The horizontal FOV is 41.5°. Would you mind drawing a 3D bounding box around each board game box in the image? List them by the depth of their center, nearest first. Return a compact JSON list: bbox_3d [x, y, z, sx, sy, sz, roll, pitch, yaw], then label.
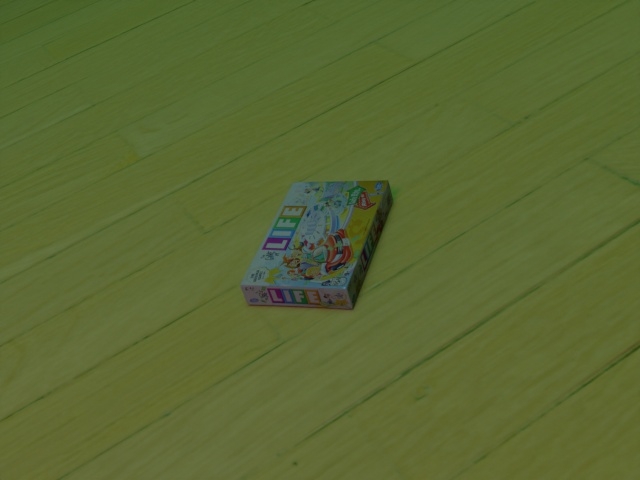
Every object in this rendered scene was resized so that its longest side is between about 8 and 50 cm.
[{"bbox_3d":[0.000,0.000,0.798,0.103,0.026,0.154,0,41,22],"label":"board game box"}]
